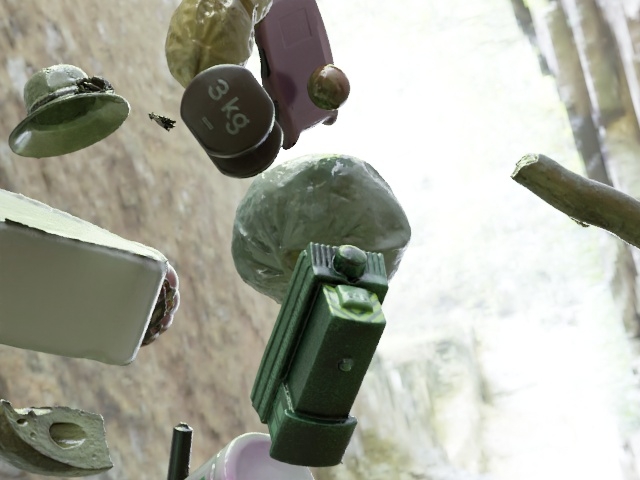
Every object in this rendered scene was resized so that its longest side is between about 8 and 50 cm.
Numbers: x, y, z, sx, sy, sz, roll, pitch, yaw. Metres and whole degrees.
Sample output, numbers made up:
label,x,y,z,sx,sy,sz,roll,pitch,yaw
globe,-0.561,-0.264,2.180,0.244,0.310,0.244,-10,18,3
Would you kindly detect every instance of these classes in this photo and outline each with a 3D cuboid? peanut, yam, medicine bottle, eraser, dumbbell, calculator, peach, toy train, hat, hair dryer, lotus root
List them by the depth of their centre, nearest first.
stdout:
label,x,y,z,sx,sy,sz,roll,pitch,yaw
eraser,-0.348,0.041,1.332,0.331,0.331,0.150,4,-75,-76
toy train,0.007,0.170,1.564,0.178,0.138,0.330,-109,34,-55
yam,0.433,-0.042,1.632,0.067,0.317,0.071,-63,0,17
dumbbell,-0.131,-0.177,1.677,0.140,0.124,0.225,55,178,5
peanut,-0.154,-0.363,1.756,0.149,0.149,0.313,65,-146,-35
peach,0.016,-0.274,1.956,0.083,0.083,0.083,-15,-90,-77
medicine bottle,-0.177,0.509,1.976,0.212,0.325,0.212,30,-143,-26
calculator,-0.041,-0.326,2.012,0.194,0.043,0.294,-34,-60,-42
hat,-0.530,-0.283,2.231,0.130,0.257,0.257,66,-169,12
lotus root,-0.581,0.429,2.296,0.314,0.210,0.142,13,-121,-35
hair dryer,-0.297,0.579,2.528,0.116,0.244,0.302,-5,-78,-55

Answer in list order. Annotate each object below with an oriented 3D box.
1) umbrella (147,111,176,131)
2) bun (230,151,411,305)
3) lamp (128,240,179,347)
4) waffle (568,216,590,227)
label,x,y,z,sx,sy,sz,roll,pitch,yaw
umbrella,-0.247,-0.187,1.701,0.031,0.020,0.083,23,-174,-35
bun,0.002,-0.006,2.121,0.194,0.354,0.354,-83,-25,-71
lamp,-0.391,0.115,2.214,0.227,0.227,0.227,-15,-90,-77
waffle,0.531,-0.105,2.437,0.194,0.051,0.149,50,-173,3
